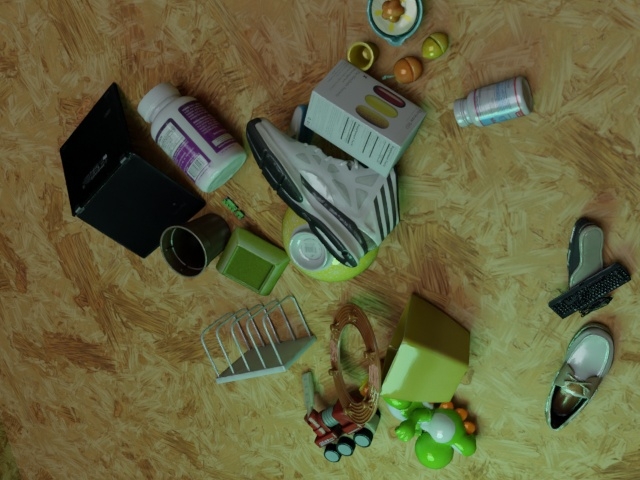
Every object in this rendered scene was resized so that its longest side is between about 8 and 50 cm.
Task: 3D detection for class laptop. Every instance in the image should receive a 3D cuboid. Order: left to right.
[{"bbox_3d":[-0.614,-0.208,2.165,0.382,0.236,0.408,-35,65,36],"label":"laptop"}]

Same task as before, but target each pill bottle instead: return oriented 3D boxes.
[{"bbox_3d":[-0.364,-0.294,1.892,0.301,0.169,0.169,47,126,3],"label":"pill bottle"},{"bbox_3d":[0.385,-0.305,1.516,0.160,0.087,0.087,-11,107,33],"label":"pill bottle"}]

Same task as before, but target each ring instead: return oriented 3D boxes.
[{"bbox_3d":[0.084,0.343,1.889,0.336,0.032,0.337,177,90,-69],"label":"ring"}]

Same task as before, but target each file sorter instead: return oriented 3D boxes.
[{"bbox_3d":[-0.197,0.297,2.064,0.277,0.193,0.173,-18,100,34],"label":"file sorter"}]

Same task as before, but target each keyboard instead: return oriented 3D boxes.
[{"bbox_3d":[0.640,0.132,1.582,0.100,0.038,0.192,34,124,-28],"label":"keyboard"}]

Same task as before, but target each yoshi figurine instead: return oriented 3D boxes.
[{"bbox_3d":[0.263,0.517,1.922,0.362,0.203,0.203,37,141,7],"label":"yoshi figurine"}]

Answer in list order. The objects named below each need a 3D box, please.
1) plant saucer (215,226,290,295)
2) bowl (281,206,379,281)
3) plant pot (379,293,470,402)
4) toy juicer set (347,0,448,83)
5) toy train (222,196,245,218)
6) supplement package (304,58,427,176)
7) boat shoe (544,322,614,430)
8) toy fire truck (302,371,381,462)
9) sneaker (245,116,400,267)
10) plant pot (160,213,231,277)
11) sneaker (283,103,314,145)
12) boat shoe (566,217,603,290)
[{"bbox_3d":[-0.208,0.076,2.023,0.188,0.045,0.188,29,125,-5],"label":"plant saucer"},{"bbox_3d":[0.000,0.000,1.834,0.289,0.156,0.289,12,118,25],"label":"bowl"},{"bbox_3d":[0.285,0.305,1.798,0.187,0.212,0.212,19,122,3],"label":"plant pot"},{"bbox_3d":[0.201,-0.505,1.524,0.209,0.089,0.329,32,124,13],"label":"toy juicer set"},{"bbox_3d":[-0.259,-0.097,2.019,0.083,0.017,0.024,46,116,3],"label":"toy train"},{"bbox_3d":[0.105,-0.292,1.617,0.244,0.139,0.134,33,152,7],"label":"supplement package"},{"bbox_3d":[0.639,0.348,1.670,0.113,0.103,0.302,21,121,19],"label":"boat shoe"},{"bbox_3d":[0.037,0.522,2.082,0.246,0.158,0.217,44,127,-9],"label":"toy fire truck"},{"bbox_3d":[0.027,-0.174,1.709,0.447,0.257,0.169,50,166,1],"label":"sneaker"},{"bbox_3d":[-0.365,0.005,2.034,0.167,0.165,0.167,12,117,24],"label":"plant pot"},{"bbox_3d":[-0.080,-0.256,1.802,0.092,0.087,0.229,25,121,19],"label":"sneaker"},{"bbox_3d":[0.612,0.040,1.579,0.075,0.065,0.206,-9,125,-5],"label":"boat shoe"}]
